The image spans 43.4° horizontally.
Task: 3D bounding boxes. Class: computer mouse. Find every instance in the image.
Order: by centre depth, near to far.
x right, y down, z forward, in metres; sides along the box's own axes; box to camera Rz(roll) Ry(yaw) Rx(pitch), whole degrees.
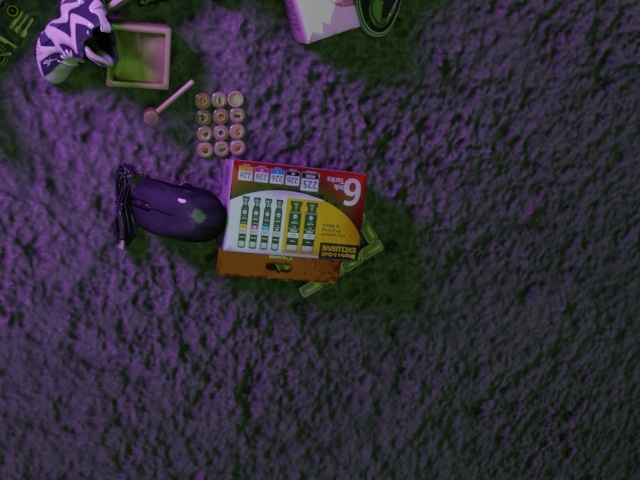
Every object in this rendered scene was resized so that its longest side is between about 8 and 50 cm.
[{"bbox_3d":[-0.338,-0.058,1.734,0.272,0.072,0.188,9,102,16],"label":"computer mouse"}]

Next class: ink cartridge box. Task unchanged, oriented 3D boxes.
[{"bbox_3d":[-0.069,-0.035,1.823,0.310,0.130,0.271,4,95,-15],"label":"ink cartridge box"}]

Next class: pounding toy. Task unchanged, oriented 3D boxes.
[{"bbox_3d":[-0.361,-0.353,1.700,0.181,0.094,0.206,0,112,-18],"label":"pounding toy"}]

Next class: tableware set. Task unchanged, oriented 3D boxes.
[{"bbox_3d":[-0.665,-0.420,1.634,0.104,0.024,0.154,35,96,-21],"label":"tableware set"}]

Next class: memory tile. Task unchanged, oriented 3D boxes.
[{"bbox_3d":[-0.224,-0.260,1.803,0.113,0.012,0.147,-5,107,-13],"label":"memory tile"}]

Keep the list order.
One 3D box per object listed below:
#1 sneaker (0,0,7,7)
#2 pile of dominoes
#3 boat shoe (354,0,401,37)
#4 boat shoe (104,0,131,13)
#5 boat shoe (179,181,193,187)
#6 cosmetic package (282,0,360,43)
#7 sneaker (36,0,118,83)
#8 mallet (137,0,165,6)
[{"bbox_3d":[-0.679,-0.499,1.555,0.153,0.101,0.268,36,97,-12],"label":"sneaker"},{"bbox_3d":[0.000,0.000,1.932,0.251,0.040,0.196,-31,102,-10],"label":"pile of dominoes"},{"bbox_3d":[0.150,-0.597,1.748,0.113,0.105,0.306,10,103,-17],"label":"boat shoe"},{"bbox_3d":[-0.330,-0.590,1.624,0.324,0.116,0.096,-42,107,-4],"label":"boat shoe"},{"bbox_3d":[-0.320,-0.066,1.821,0.049,0.042,0.133,16,103,-20],"label":"boat shoe"},{"bbox_3d":[-0.028,-0.576,1.685,0.129,0.153,0.296,-20,111,-8],"label":"cosmetic package"},{"bbox_3d":[-0.476,-0.370,1.593,0.094,0.153,0.235,2,138,-51],"label":"sneaker"},{"bbox_3d":[-0.291,-0.531,1.694,0.190,0.039,0.062,-7,108,-8],"label":"mallet"}]
